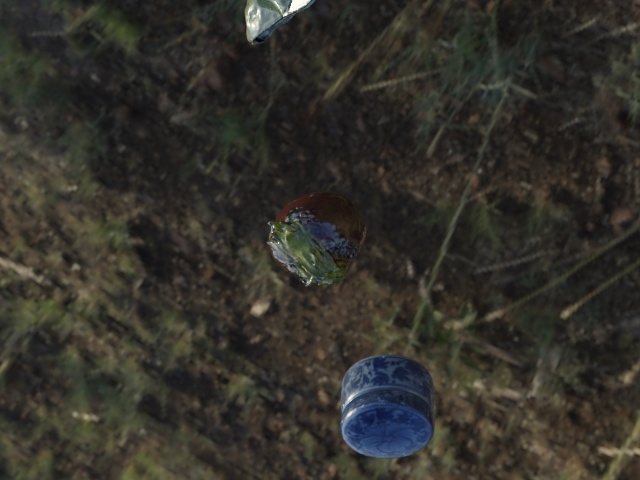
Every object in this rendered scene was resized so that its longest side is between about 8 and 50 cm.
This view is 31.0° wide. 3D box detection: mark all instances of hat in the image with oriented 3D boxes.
[{"bbox_3d":[-0.039,-0.326,1.474,0.081,0.122,0.166,44,152,-23],"label":"hat"}]

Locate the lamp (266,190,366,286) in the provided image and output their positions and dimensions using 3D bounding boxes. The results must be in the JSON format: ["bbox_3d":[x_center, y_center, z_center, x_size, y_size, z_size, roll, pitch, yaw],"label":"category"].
[{"bbox_3d":[0.000,0.003,1.780,0.135,0.157,0.156,60,169,27],"label":"lamp"}]

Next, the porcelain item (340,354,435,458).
[{"bbox_3d":[0.105,0.263,1.796,0.147,0.114,0.147,1,133,1],"label":"porcelain item"}]
